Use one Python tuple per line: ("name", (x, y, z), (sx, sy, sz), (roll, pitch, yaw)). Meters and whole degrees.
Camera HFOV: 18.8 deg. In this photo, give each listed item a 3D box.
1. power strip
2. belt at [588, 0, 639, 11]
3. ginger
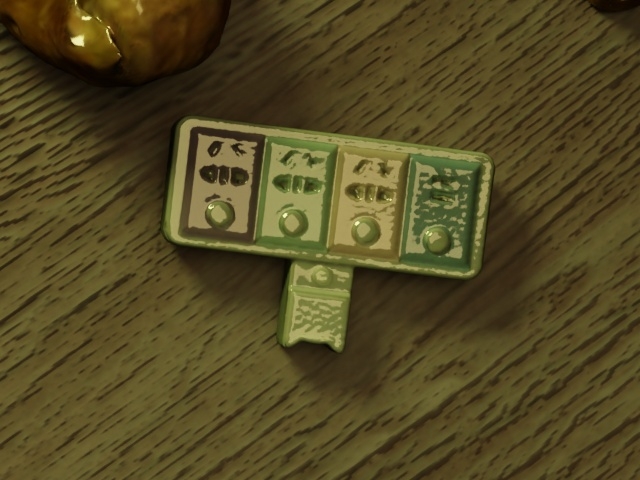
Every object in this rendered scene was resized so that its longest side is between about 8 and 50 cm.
("power strip", (0.000, 0.000, 1.282), (0.215, 0.061, 0.145), (8, 90, -8))
("belt", (0.218, -0.197, 1.345), (0.083, 0.036, 0.059), (-40, 85, -11))
("ginger", (-0.180, -0.230, 1.227), (0.321, 0.172, 0.165), (44, 117, 3))
